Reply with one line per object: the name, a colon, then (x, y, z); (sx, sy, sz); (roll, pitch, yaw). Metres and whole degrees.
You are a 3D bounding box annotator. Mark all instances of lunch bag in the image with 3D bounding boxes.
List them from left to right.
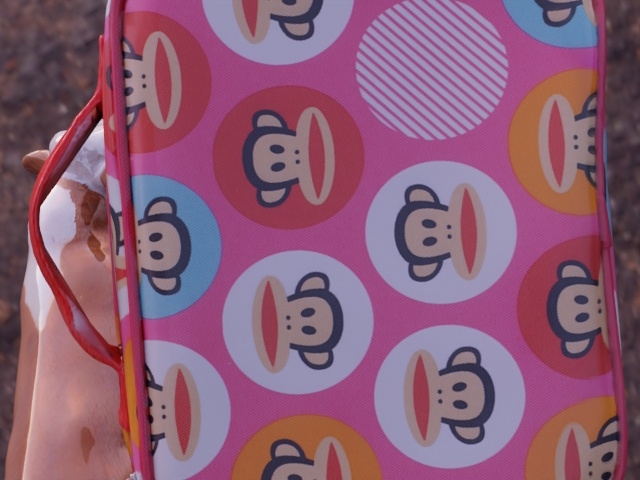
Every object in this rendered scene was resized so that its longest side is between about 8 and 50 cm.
lunch bag: (0.000, 0.000, 0.862); (0.258, 0.120, 0.293); (-2, 91, -4)

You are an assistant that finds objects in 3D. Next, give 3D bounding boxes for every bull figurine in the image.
bull figurine: (-0.114, 0.078, 1.138); (0.101, 0.188, 0.310); (-18, 49, 32)
